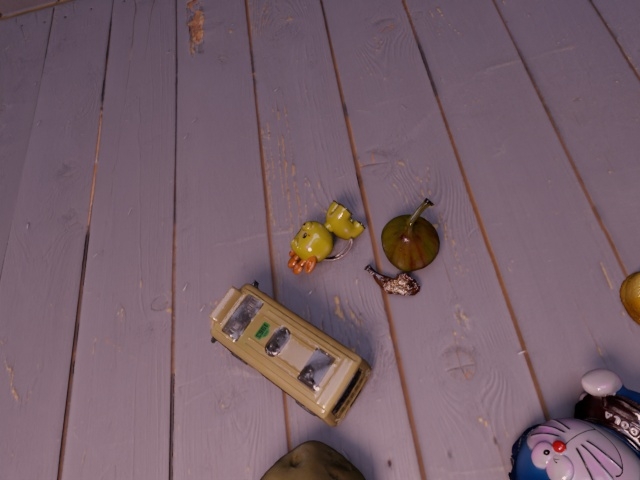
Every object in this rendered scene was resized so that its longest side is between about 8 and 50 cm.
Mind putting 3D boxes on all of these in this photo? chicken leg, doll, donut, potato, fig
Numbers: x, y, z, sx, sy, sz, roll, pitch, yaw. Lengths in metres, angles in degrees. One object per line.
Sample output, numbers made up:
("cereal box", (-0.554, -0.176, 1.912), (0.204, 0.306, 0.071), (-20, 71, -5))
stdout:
("chicken leg", (0.177, 0.102, 1.146), (0.145, 0.037, 0.062), (11, 102, 18))
("doll", (0.000, 0.000, 1.204), (0.221, 0.135, 0.143), (-46, 32, -6))
("doll", (0.500, 0.417, 0.830), (0.310, 0.240, 0.284), (-32, 21, -20))
("donut", (0.752, 0.128, 1.013), (0.152, 0.058, 0.152), (-4, 66, 9))
("potato", (-0.041, 0.557, 0.862), (0.221, 0.243, 0.326), (17, 61, 45))
("fig", (0.221, 0.000, 1.113), (0.148, 0.186, 0.142), (-20, 79, 10))

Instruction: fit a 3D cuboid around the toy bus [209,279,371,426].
("toy bus", (-0.077, 0.245, 1.044), (0.365, 0.202, 0.177), (28, 74, 23))
